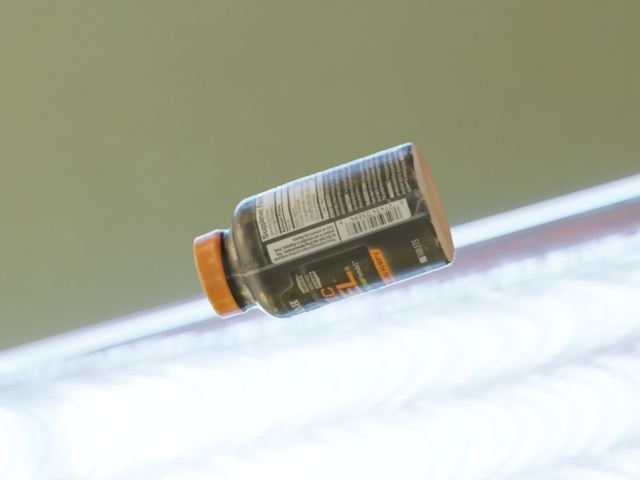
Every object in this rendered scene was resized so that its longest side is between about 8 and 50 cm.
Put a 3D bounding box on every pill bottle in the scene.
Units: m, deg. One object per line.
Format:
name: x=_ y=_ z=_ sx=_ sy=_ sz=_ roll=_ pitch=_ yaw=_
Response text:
pill bottle: x=0.000 y=0.000 z=1.809 sx=0.130 sy=0.245 sz=0.130 roll=-19 pitch=-90 yaw=-81
